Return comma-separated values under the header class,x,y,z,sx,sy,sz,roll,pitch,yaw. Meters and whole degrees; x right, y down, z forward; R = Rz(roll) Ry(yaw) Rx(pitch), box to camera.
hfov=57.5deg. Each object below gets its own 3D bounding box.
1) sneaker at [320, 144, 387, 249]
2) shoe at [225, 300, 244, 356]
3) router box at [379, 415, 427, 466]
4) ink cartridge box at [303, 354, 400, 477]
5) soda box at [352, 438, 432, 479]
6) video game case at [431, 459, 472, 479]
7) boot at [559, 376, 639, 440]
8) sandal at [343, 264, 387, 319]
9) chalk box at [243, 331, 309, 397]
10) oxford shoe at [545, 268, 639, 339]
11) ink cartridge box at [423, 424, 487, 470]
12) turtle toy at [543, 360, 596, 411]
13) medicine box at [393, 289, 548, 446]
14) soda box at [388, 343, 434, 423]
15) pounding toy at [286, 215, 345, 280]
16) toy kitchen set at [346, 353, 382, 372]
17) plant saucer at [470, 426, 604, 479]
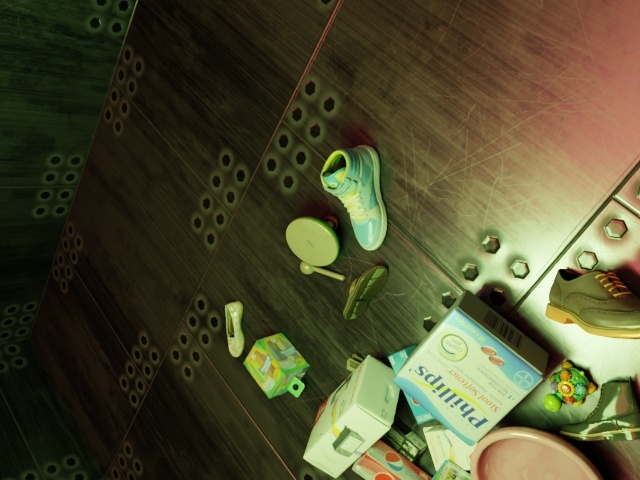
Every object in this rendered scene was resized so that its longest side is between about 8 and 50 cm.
class,x,y,z,sx,sy,sz,roll,pitch,yaw
sneaker,0.087,-0.122,1.714,0.127,0.208,0.319,-8,90,39
shoe,-0.334,0.339,2.218,0.076,0.058,0.219,6,99,40
router box,0.224,0.618,1.786,0.179,0.046,0.133,37,118,31
ink cartridge box,0.096,0.526,1.747,0.131,0.226,0.306,32,122,-3
soda box,0.227,0.690,1.694,0.263,0.092,0.083,35,117,2
video game case,0.398,0.685,1.613,0.166,0.015,0.119,29,130,14
boot,0.662,0.402,1.389,0.198,0.077,0.137,-18,71,38
sandal,0.129,0.154,1.806,0.219,0.090,0.060,-65,35,33
chalk box,-0.140,0.448,2.019,0.213,0.132,0.132,46,122,27
oxford shoe,0.616,0.132,1.260,0.364,0.130,0.132,-169,81,-73
ink cartridge box,0.372,0.581,1.642,0.198,0.067,0.115,-23,81,40
turtle toy,0.599,0.366,1.427,0.095,0.066,0.130,45,121,27
medicine box,0.384,0.328,1.505,0.263,0.149,0.289,39,117,11
soda box,0.282,0.417,1.697,0.067,0.071,0.210,-34,73,38
pounding toy,0.000,0.000,1.890,0.183,0.110,0.237,6,128,29
toy kitchen set,0.137,0.375,1.823,0.075,0.083,0.068,-44,26,34
plant saucer,0.543,0.596,1.448,0.332,0.084,0.332,16,121,30
